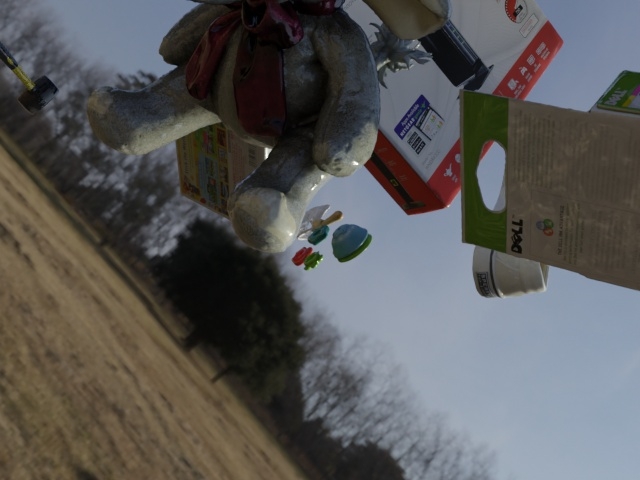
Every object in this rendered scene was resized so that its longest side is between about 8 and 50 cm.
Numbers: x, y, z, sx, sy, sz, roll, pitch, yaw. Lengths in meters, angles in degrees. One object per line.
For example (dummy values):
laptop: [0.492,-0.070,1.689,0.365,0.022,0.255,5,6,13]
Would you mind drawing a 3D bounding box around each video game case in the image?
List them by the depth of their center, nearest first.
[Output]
video game case: [-0.164,-0.134,1.440,0.206,0.026,0.226,27,-44,27]

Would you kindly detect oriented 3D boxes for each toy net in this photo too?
toy net: [0.000,0.000,1.431,0.045,0.122,0.232,50,-5,-19]

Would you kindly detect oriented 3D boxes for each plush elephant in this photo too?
plush elephant: [-0.036,-0.198,0.732,0.272,0.330,0.255,41,-24,35]

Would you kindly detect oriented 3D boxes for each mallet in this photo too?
mallet: [-0.455,-0.267,1.298,0.039,0.062,0.189,41,-18,22]

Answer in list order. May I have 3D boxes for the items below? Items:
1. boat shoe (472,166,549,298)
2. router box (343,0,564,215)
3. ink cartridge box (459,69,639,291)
boat shoe: [0.363,-0.057,1.338,0.157,0.367,0.135,0,-49,33]
router box: [0.129,-0.253,1.096,0.301,0.335,0.082,46,-26,-19]
ink cartridge box: [0.270,-0.064,0.826,0.255,0.097,0.188,17,-49,31]
